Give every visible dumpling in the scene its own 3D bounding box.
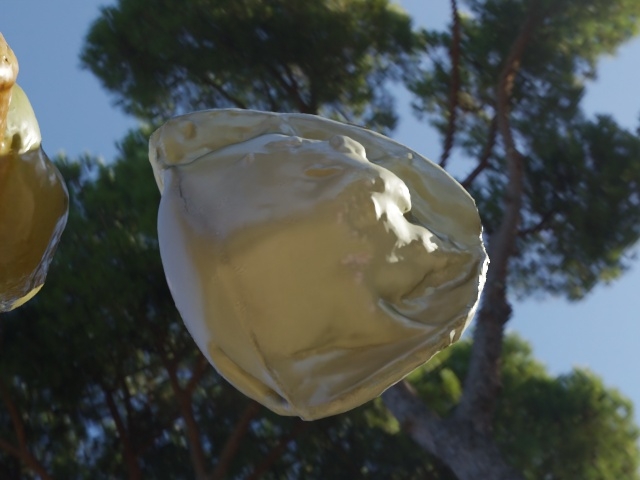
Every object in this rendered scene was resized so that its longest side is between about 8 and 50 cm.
[{"bbox_3d":[0.000,0.000,1.323,0.316,0.395,0.233,-19,-41,-25],"label":"dumpling"}]

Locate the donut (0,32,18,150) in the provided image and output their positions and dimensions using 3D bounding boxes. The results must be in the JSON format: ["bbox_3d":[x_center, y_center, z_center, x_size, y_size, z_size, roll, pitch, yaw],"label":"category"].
[{"bbox_3d":[-0.300,-0.095,0.829,0.227,0.226,0.113,1,-72,-23],"label":"donut"}]

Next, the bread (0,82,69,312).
[{"bbox_3d":[-0.400,-0.043,1.200,0.341,0.210,0.300,38,-61,-9],"label":"bread"}]
